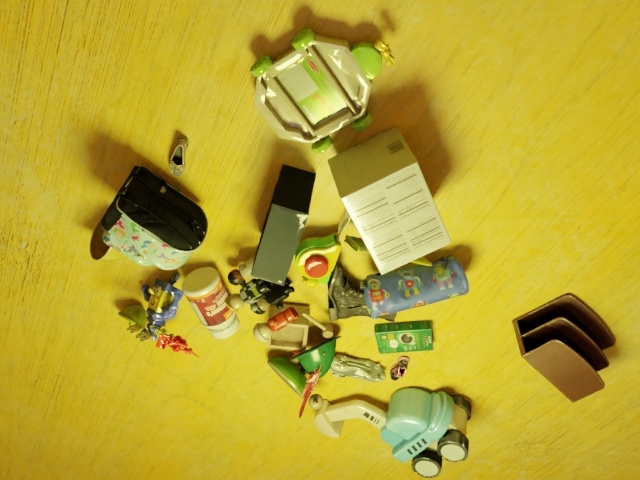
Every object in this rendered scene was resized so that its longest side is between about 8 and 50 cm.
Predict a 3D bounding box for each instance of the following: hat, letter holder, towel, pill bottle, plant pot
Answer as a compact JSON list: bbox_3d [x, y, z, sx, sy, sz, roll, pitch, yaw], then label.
[{"bbox_3d":[0.012,0.433,2.001,0.208,0.173,0.184,-28,82,20],"label":"hat"},{"bbox_3d":[0.781,0.332,1.911,0.214,0.152,0.302,-36,119,28],"label":"letter holder"},{"bbox_3d":[0.186,0.032,1.711,0.237,0.102,0.021,13,107,-22],"label":"towel"},{"bbox_3d":[-0.334,0.197,1.913,0.121,0.121,0.221,-9,129,13],"label":"pill bottle"},{"bbox_3d":[-0.588,0.003,1.781,0.134,0.134,0.095,-34,144,29],"label":"plant pot"}]

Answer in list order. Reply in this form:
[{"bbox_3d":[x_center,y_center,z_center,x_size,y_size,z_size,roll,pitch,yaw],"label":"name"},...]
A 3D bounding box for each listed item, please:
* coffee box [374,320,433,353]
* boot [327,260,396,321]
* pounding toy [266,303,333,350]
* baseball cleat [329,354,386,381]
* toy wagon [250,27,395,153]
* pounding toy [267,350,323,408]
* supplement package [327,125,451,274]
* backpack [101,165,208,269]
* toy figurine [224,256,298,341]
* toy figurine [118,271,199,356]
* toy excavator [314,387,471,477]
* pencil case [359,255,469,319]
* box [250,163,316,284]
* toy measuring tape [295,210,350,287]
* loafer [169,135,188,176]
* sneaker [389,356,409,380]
[{"bbox_3d":[0.274,0.317,2.014,0.184,0.040,0.113,-7,130,11],"label":"coffee box"},{"bbox_3d":[0.136,0.154,1.871,0.229,0.091,0.263,-2,134,0],"label":"boot"},{"bbox_3d":[-0.060,0.258,1.958,0.206,0.094,0.181,6,131,0],"label":"pounding toy"},{"bbox_3d":[0.120,0.448,2.135,0.206,0.072,0.109,22,145,-11],"label":"baseball cleat"},{"bbox_3d":[0.015,-0.363,1.438,0.344,0.068,0.267,-26,124,24],"label":"toy wagon"},{"bbox_3d":[-0.064,0.459,2.114,0.237,0.110,0.183,41,165,15],"label":"pounding toy"},{"bbox_3d":[0.171,-0.100,1.540,0.198,0.199,0.263,-25,125,8],"label":"supplement package"},{"bbox_3d":[-0.437,-0.044,1.647,0.253,0.225,0.191,31,128,-17],"label":"backpack"},{"bbox_3d":[-0.180,0.166,1.812,0.148,0.213,0.209,-33,122,13],"label":"toy figurine"},{"bbox_3d":[-0.482,0.203,1.934,0.191,0.217,0.362,24,174,-33],"label":"toy figurine"},{"bbox_3d":[0.257,0.645,2.220,0.445,0.222,0.433,36,126,-6],"label":"toy excavator"},{"bbox_3d":[0.264,0.129,1.764,0.306,0.133,0.119,-14,156,-3],"label":"pencil case"},{"bbox_3d":[-0.100,-0.040,1.648,0.103,0.184,0.261,15,130,-8],"label":"box"},{"bbox_3d":[0.000,0.000,1.728,0.121,0.121,0.330,14,122,-7],"label":"toy measuring tape"},{"bbox_3d":[-0.375,-0.214,1.617,0.045,0.039,0.125,15,130,-9],"label":"loafer"},{"bbox_3d":[0.270,0.452,2.121,0.047,0.057,0.119,12,132,-8],"label":"sneaker"}]
